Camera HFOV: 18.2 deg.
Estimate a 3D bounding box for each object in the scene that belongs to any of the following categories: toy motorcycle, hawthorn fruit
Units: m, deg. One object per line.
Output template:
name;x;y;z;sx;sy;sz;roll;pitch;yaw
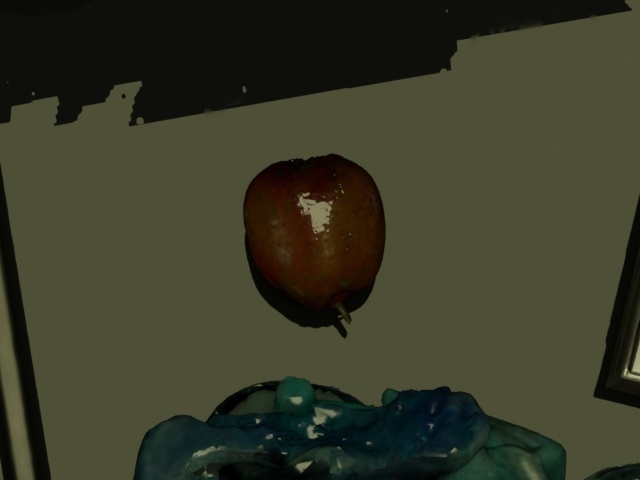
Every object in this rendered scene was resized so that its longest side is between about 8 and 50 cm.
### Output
toy motorcycle;0.043;0.150;0.882;0.260;0.154;0.206;13;39;16
hawthorn fruit;-0.002;-0.006;0.967;0.077;0.077;0.077;0;80;-1

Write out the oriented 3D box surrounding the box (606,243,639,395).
box;0.220;0.024;0.975;0.129;0.051;0.130;15;81;1
